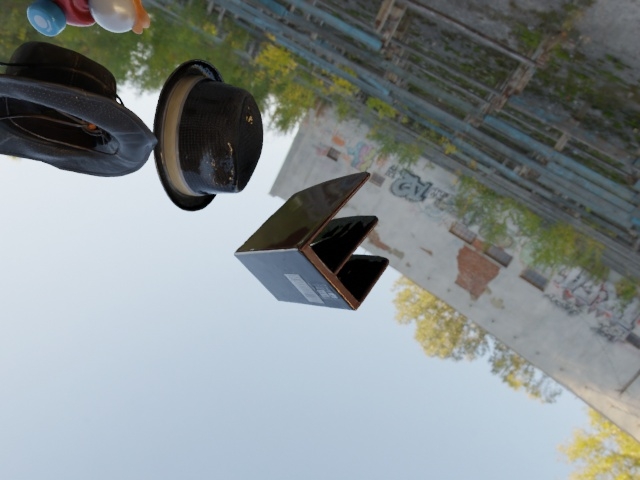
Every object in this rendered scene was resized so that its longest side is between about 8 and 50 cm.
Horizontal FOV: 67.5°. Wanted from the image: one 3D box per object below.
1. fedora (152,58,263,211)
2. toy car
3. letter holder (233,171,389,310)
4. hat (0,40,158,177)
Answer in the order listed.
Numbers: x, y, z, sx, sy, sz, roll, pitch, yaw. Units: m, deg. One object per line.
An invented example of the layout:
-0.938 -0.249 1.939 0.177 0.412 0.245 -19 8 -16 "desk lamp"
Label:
-0.224 -0.222 1.059 0.152 0.334 0.334 9 -166 18 "fedora"
-0.490 -0.559 1.072 0.238 0.210 0.219 20 -128 -3 "toy car"
0.000 0.000 0.939 0.152 0.214 0.302 49 156 -19 "letter holder"
-0.407 -0.215 0.735 0.331 0.134 0.331 1 167 0 "hat"
